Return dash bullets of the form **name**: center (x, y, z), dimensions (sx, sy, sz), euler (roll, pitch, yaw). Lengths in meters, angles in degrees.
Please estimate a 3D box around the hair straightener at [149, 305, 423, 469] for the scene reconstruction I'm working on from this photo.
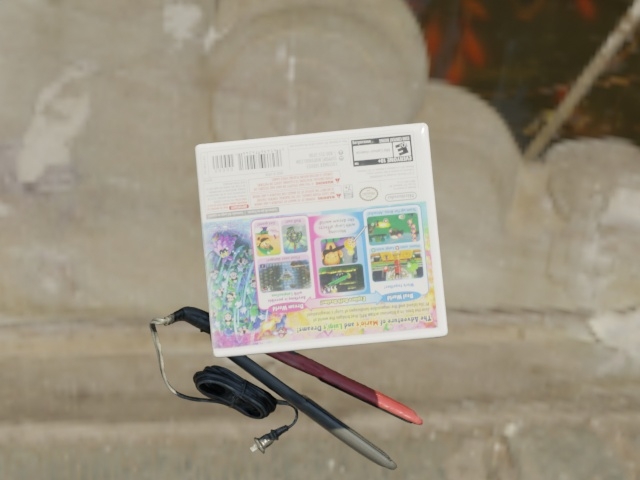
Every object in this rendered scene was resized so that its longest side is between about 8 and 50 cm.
- **hair straightener**: center (-0.037, 0.126, 1.357), dimensions (0.230, 0.089, 0.047), euler (28, -2, -12)

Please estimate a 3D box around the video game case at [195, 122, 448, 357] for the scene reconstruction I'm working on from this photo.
- **video game case**: center (0.000, 0.000, 1.151), dimensions (0.157, 0.143, 0.019), euler (-5, -3, 2)
